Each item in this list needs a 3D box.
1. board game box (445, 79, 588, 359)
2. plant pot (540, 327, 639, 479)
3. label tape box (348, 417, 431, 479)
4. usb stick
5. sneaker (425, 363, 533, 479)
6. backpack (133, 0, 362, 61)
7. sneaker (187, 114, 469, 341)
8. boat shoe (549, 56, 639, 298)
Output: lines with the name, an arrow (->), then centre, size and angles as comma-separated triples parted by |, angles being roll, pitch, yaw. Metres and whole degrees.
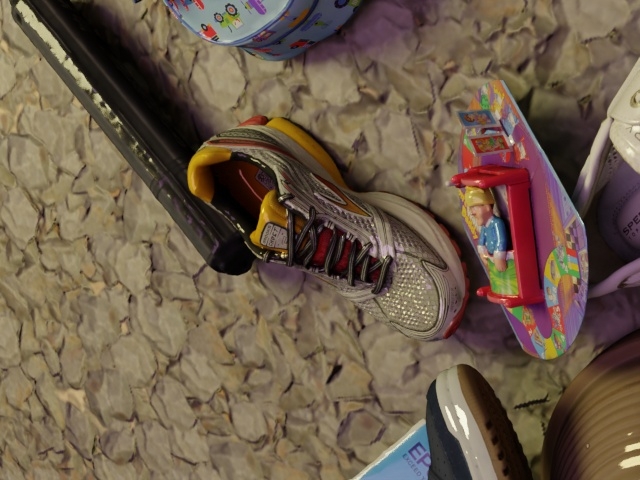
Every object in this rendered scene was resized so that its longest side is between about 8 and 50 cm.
board game box -> 0.102, -0.008, 0.665 | 0.133, 0.033, 0.168 | 98, 157, -52
plant pot -> 0.226, 0.171, 0.648 | 0.237, 0.110, 0.237 | 12, 113, 32
label tape box -> 0.044, 0.321, 0.813 | 0.348, 0.115, 0.249 | -45, 77, 17
usb stick -> -0.141, -0.087, 0.851 | 0.045, 0.077, 0.278 | -41, 78, 7
sneaker -> 0.072, 0.227, 0.684 | 0.153, 0.099, 0.282 | -18, 87, 16
backpack -> -0.058, -0.201, 0.728 | 0.158, 0.117, 0.173 | -24, 93, 39
sneaker -> 0.000, 0.000, 0.764 | 0.225, 0.093, 0.088 | 34, 122, 22
boat shoe -> 0.191, -0.054, 0.553 | 0.098, 0.096, 0.277 | 47, 147, 23
